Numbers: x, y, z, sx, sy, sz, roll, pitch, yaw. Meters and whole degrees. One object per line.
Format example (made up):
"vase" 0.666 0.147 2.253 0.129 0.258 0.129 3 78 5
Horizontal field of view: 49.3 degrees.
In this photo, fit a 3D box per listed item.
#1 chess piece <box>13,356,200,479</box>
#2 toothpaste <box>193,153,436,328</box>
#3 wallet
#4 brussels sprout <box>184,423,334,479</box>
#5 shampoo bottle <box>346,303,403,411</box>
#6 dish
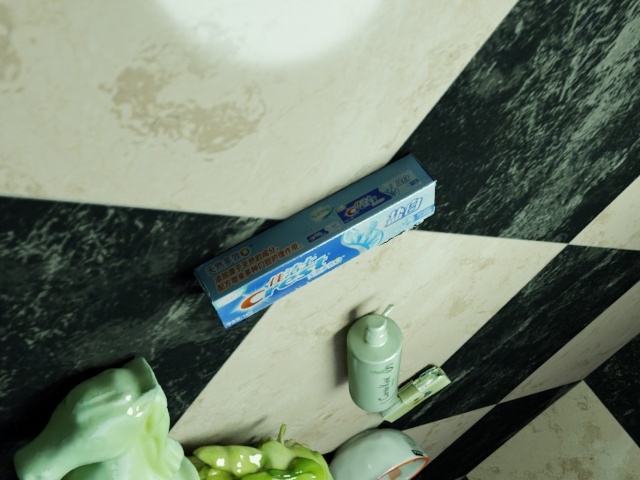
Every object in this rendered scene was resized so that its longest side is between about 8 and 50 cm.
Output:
"chess piece" -0.248 0.270 0.835 0.176 0.176 0.298 -24 136 -18
"toothpaste" 0.000 0.000 0.757 0.272 0.053 0.066 -28 151 -11
"wallet" 0.190 0.316 1.445 0.155 0.039 0.110 -36 155 4
"brussels sprout" -0.145 0.473 1.097 0.371 0.315 0.276 -19 171 -36
"shampoo bottle" 0.084 0.186 1.091 0.085 0.085 0.262 -27 150 -13
"dish" 0.109 0.504 1.560 0.256 0.117 0.256 -26 150 -16
